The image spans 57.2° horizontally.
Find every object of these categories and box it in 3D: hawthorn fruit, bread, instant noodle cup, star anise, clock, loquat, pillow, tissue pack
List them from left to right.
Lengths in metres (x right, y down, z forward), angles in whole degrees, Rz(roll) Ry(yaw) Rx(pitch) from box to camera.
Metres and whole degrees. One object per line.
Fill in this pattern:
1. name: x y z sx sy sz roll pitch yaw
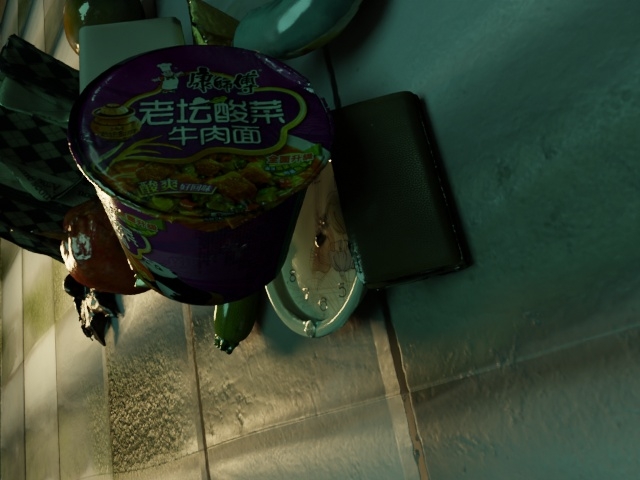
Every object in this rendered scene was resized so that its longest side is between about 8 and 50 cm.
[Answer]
1. star anise: -0.570 0.128 1.433 0.272 0.103 0.271 -3 86 51
2. hawthorn fruit: -0.424 0.003 1.130 0.207 0.243 0.207 -13 74 53
3. loquat: -0.481 -0.488 1.315 0.227 0.179 0.179 -9 79 57
4. tissue pack: -0.275 -0.213 0.943 0.246 0.160 0.135 95 163 -64
5. instant noodle cup: -0.121 -0.059 0.633 0.190 0.251 0.251 101 151 -51
6. bread: -0.124 -0.228 0.846 0.178 0.142 0.266 77 167 -57
7. pillow: -0.027 -0.332 0.717 0.214 0.086 0.233 -12 71 31
8. clock: 0.000 0.000 0.716 0.236 0.053 0.236 -7 81 55

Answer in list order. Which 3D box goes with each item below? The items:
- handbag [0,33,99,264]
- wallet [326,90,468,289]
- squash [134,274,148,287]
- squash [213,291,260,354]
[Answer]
1. handbag: -0.596 -0.190 1.234 0.180 0.317 0.415 -16 57 48
2. wallet: 0.071 -0.053 0.598 0.031 0.110 0.197 64 -167 -70
3. squash: -0.199 -0.045 0.942 0.093 0.170 0.251 -3 -83 -83
4. squash: -0.116 0.045 0.858 0.069 0.069 0.257 13 98 53
